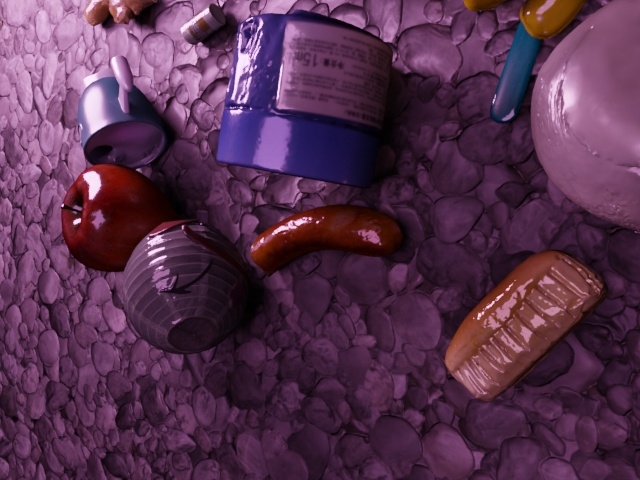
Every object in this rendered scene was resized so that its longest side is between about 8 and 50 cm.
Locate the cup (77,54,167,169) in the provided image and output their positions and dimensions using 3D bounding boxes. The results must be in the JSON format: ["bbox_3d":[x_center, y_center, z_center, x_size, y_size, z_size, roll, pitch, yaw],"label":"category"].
[{"bbox_3d":[-0.424,-0.256,1.275,0.173,0.167,0.300,63,147,24],"label":"cup"}]

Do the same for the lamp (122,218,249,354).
[{"bbox_3d":[-0.245,0.080,1.121,0.233,0.265,0.233,-8,54,11],"label":"lamp"}]

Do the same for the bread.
[{"bbox_3d":[0.270,0.110,0.831,0.106,0.140,0.236,50,115,26],"label":"bread"}]

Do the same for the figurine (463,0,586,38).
[{"bbox_3d":[0.302,-0.421,0.723,0.340,0.231,0.324,-17,117,29],"label":"figurine"}]

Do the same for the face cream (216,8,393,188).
[{"bbox_3d":[-0.022,-0.208,0.951,0.248,0.249,0.225,14,95,33],"label":"face cream"}]

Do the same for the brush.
[{"bbox_3d":[0.287,-0.255,0.871,0.043,0.032,0.194,20,91,36],"label":"brush"}]

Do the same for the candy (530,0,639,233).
[{"bbox_3d":[0.387,-0.149,0.714,0.295,0.185,0.296,-13,69,36],"label":"candy"}]

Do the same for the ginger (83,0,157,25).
[{"bbox_3d":[-0.442,-0.511,1.331,0.214,0.059,0.133,-24,75,31],"label":"ginger"}]

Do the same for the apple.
[{"bbox_3d":[-0.403,-0.043,1.232,0.233,0.234,0.234,2,94,34],"label":"apple"}]

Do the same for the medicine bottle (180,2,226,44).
[{"bbox_3d":[-0.228,-0.420,1.198,0.083,0.047,0.047,-22,80,32],"label":"medicine bottle"}]

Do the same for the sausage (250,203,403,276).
[{"bbox_3d":[0.000,-0.005,1.048,0.302,0.076,0.103,-12,93,35],"label":"sausage"}]
